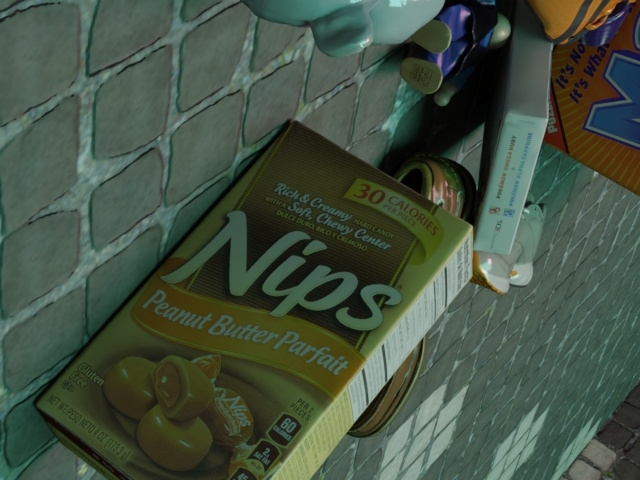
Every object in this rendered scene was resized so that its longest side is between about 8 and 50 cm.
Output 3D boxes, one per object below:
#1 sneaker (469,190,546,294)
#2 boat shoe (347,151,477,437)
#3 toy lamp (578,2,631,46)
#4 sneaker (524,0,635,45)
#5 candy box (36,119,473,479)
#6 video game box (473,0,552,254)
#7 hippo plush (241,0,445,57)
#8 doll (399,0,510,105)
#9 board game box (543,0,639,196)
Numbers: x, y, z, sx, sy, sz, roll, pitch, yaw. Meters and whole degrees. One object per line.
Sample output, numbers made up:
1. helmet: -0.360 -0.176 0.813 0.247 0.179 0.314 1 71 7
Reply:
1. sneaker: 0.210 -0.009 1.619 0.121 0.099 0.262 -70 164 9
2. boat shoe: 0.058 0.056 1.356 0.104 0.110 0.307 -1 109 -66
3. toy lamp: 0.291 -0.302 1.404 0.080 0.080 0.275 -51 154 -18
4. sneaker: 0.315 -0.267 1.305 0.321 0.125 0.180 14 141 -27
5. candy box: -0.043 0.075 1.049 0.316 0.183 0.088 -50 158 -20
6. video game box: 0.196 -0.121 1.365 0.187 0.048 0.205 101 1 -46
7. hippo plush: 0.059 -0.218 0.812 0.237 0.234 0.294 -62 158 8
8. doll: 0.130 -0.184 1.257 0.189 0.046 0.129 -33 140 -58
9. board game box: 0.518 -0.200 1.641 0.356 0.356 0.356 -63 158 12
